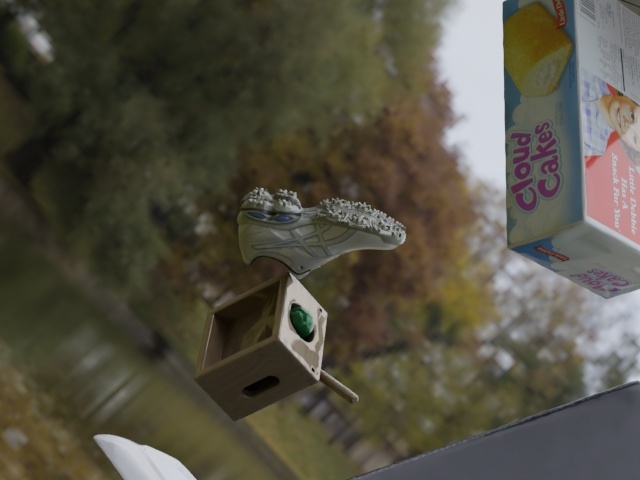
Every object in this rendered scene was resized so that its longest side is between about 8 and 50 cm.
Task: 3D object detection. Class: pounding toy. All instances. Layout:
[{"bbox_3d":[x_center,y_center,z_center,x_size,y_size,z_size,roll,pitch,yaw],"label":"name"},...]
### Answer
[{"bbox_3d":[-0.041,0.119,1.794,0.100,0.141,0.130,49,28,-28],"label":"pounding toy"}]

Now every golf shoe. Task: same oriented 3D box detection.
[{"bbox_3d":[0.000,0.000,1.797,0.176,0.086,0.069,9,18,7],"label":"golf shoe"}]

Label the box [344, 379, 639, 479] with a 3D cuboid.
[{"bbox_3d":[0.065,0.392,1.611,0.297,0.480,0.472,66,-32,17],"label":"box"}]

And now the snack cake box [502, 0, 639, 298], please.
[{"bbox_3d":[0.250,-0.097,1.607,0.152,0.089,0.264,27,54,-40],"label":"snack cake box"}]

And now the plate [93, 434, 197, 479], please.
[{"bbox_3d":[-0.177,0.382,2.389,0.278,0.045,0.277,50,0,21],"label":"plate"}]

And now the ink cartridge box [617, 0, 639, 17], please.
[{"bbox_3d":[0.423,-0.225,1.974,0.207,0.046,0.097,43,-19,-14],"label":"ink cartridge box"}]
